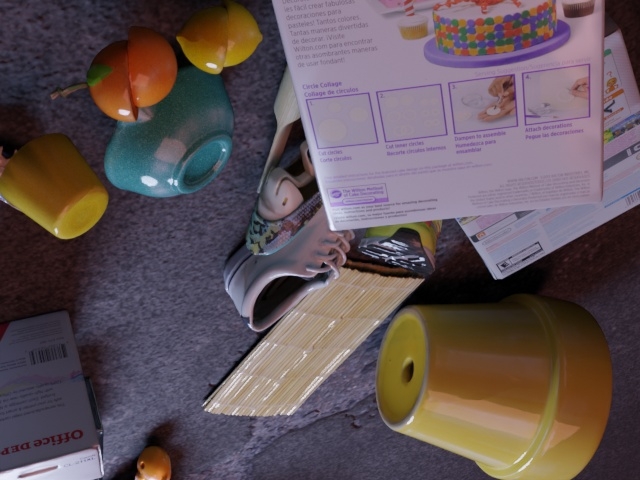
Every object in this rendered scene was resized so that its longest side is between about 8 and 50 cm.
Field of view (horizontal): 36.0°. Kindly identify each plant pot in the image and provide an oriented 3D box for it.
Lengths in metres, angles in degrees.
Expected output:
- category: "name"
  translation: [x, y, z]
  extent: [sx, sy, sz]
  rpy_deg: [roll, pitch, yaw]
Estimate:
- category: "plant pot"
  translation: [0.212, 0.185, 1.302]
  extent: [0.239, 0.254, 0.254]
  rpy_deg: [11, 134, -19]

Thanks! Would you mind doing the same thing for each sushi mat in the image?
- category: "sushi mat"
  translation: [-0.014, 0.134, 1.279]
  extent: [0.151, 0.019, 0.316]
  rpy_deg: [10, 133, -40]

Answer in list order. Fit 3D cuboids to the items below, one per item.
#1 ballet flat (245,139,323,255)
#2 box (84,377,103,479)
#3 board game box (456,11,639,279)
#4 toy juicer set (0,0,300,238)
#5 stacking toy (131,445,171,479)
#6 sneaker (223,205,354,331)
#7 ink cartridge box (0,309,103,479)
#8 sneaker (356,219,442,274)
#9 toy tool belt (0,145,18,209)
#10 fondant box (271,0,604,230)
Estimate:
- category: "ballet flat"
  translation: [-0.015, -0.067, 0.967]
  extent: [0.188, 0.070, 0.070]
  rpy_deg: [-47, 143, 0]
- category: "box"
  translation: [-0.356, 0.251, 1.179]
  extent: [0.180, 0.077, 0.147]
  rpy_deg: [-10, 142, -20]
- category: "board game box"
  translation: [0.224, -0.103, 1.046]
  extent: [0.224, 0.097, 0.303]
  rpy_deg: [-30, 145, 9]
- category: "toy juicer set"
  translation: [-0.111, -0.121, 0.847]
  extent: [0.329, 0.089, 0.209]
  rpy_deg: [-16, 144, -57]
- category: "stacking toy"
  translation: [-0.264, 0.403, 1.397]
  extent: [0.165, 0.175, 0.302]
  rpy_deg: [-1, 125, -38]
- category: "sneaker"
  translation: [0.000, 0.000, 1.051]
  extent: [0.094, 0.091, 0.258]
  rpy_deg: [17, 126, -43]
- category: "ink cartridge box"
  translation: [-0.307, 0.173, 1.023]
  extent: [0.127, 0.175, 0.072]
  rpy_deg: [-12, 143, -17]
- category: "sneaker"
  translation: [0.091, -0.018, 1.045]
  extent: [0.208, 0.081, 0.094]
  rpy_deg: [7, 102, -88]
- category: "toy tool belt"
  translation: [-0.274, -0.063, 0.859]
  extent: [0.051, 0.052, 0.083]
  rpy_deg: [-59, 145, -5]
- category: "fondant box"
  translation: [0.094, -0.165, 0.774]
  extent: [0.238, 0.096, 0.330]
  rpy_deg: [-6, 134, 9]
